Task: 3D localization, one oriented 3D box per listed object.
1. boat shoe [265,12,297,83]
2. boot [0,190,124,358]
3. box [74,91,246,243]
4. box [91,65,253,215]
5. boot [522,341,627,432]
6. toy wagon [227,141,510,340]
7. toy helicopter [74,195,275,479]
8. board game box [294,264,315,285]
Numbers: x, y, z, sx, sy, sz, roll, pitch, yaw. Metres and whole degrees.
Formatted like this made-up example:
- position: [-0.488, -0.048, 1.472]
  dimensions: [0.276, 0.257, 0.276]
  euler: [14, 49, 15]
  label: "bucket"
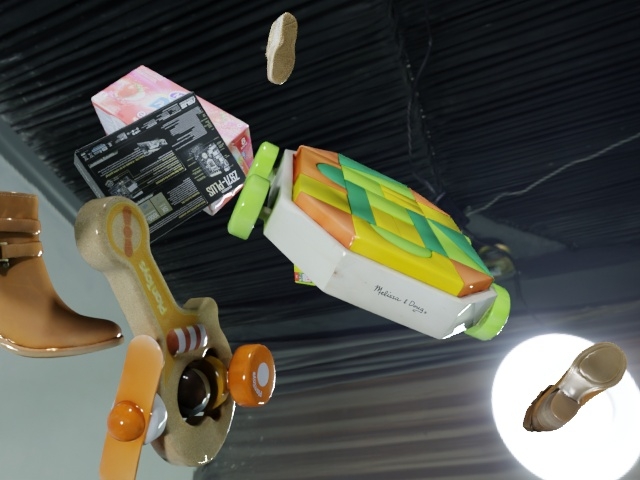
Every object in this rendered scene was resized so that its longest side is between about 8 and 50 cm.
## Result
- position: [-0.098, -0.445, 1.162]
  dimensions: [0.063, 0.059, 0.170]
  euler: [19, 79, -42]
  label: "boat shoe"
- position: [-0.411, 0.046, 0.690]
  dimensions: [0.109, 0.283, 0.220]
  euler: [155, -58, -71]
  label: "boot"
- position: [-0.220, -0.097, 0.693]
  dimensions: [0.180, 0.077, 0.147]
  euler: [-38, 104, -23]
  label: "box"
- position: [-0.294, -0.208, 1.010]
  dimensions: [0.142, 0.300, 0.154]
  euler: [-49, 159, -27]
  label: "box"
- position: [0.445, 0.267, 0.888]
  dimensions: [0.073, 0.197, 0.152]
  euler: [50, -18, 24]
  label: "boot"
- position: [0.048, -0.027, 0.537]
  dimensions: [0.267, 0.068, 0.344]
  euler: [24, 23, -12]
  label: "toy wagon"
- position: [-0.195, 0.121, 0.577]
  dimensions: [0.235, 0.140, 0.355]
  euler: [-59, 137, -57]
  label: "toy helicopter"
- position: [0.000, 0.000, 0.969]
  dimensions: [0.181, 0.043, 0.092]
  euler: [-54, 145, -56]
  label: "board game box"
